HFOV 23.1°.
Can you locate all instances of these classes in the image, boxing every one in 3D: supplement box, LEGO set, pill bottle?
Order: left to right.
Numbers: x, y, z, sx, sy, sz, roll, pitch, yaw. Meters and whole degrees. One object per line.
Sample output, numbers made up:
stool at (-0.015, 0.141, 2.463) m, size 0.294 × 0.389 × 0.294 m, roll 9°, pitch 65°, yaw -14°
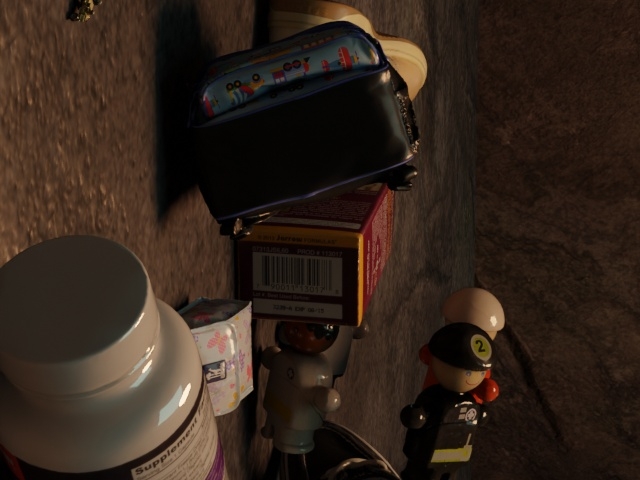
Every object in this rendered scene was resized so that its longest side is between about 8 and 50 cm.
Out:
LEGO set at (-0.123, -0.158, 0.841) m, size 0.083 × 0.023 × 0.054 m, roll 82°, pitch 16°, yaw -48°
pill bottle at (-0.108, 0.091, 0.788) m, size 0.193 × 0.108 × 0.108 m, roll 82°, pitch 16°, yaw -46°
supplement box at (0.000, 0.000, 1.341) m, size 0.188 × 0.104 × 0.081 m, roll -59°, pitch 152°, yaw -67°

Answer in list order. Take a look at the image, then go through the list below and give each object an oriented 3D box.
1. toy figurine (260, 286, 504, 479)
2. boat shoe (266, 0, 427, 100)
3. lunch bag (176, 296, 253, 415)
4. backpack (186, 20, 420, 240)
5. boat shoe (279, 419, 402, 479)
toy figurine at (0.057, 0.109, 1.397) m, size 0.213 × 0.209 × 0.148 m, roll -48°, pitch 152°, yaw -72°
boat shoe at (0.020, -0.144, 1.411) m, size 0.302 × 0.109 × 0.098 m, roll 14°, pitch 86°, yaw -74°
lunch bag at (-0.079, 0.084, 1.097) m, size 0.083 × 0.053 × 0.071 m, roll -30°, pitch 122°, yaw -66°
backpack at (-0.016, -0.087, 1.110) m, size 0.173 × 0.158 × 0.117 m, roll -98°, pitch 171°, yaw -76°
boat shoe at (0.039, 0.240, 1.382) m, size 0.301 × 0.108 × 0.102 m, roll -119°, pitch -159°, yaw -52°
